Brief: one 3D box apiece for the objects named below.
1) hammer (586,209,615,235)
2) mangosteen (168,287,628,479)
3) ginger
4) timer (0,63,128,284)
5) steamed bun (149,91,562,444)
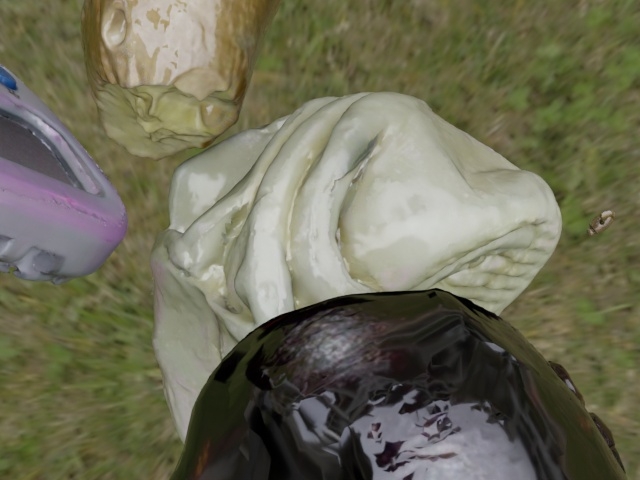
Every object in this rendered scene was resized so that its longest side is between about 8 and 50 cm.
[{"bbox_3d":[0.226,-0.018,1.574,0.029,0.123,0.014,-42,83,3],"label":"hammer"},{"bbox_3d":[0.026,0.168,1.017,0.287,0.233,0.287,0,89,19],"label":"mangosteen"},{"bbox_3d":[-0.081,-0.171,1.306,0.130,0.276,0.221,18,125,8],"label":"ginger"},{"bbox_3d":[-0.213,-0.058,1.115,0.069,0.208,0.191,-49,56,11],"label":"timer"},{"bbox_3d":[0.000,0.000,1.304,0.268,0.280,0.207,-26,67,-28],"label":"steamed bun"}]
